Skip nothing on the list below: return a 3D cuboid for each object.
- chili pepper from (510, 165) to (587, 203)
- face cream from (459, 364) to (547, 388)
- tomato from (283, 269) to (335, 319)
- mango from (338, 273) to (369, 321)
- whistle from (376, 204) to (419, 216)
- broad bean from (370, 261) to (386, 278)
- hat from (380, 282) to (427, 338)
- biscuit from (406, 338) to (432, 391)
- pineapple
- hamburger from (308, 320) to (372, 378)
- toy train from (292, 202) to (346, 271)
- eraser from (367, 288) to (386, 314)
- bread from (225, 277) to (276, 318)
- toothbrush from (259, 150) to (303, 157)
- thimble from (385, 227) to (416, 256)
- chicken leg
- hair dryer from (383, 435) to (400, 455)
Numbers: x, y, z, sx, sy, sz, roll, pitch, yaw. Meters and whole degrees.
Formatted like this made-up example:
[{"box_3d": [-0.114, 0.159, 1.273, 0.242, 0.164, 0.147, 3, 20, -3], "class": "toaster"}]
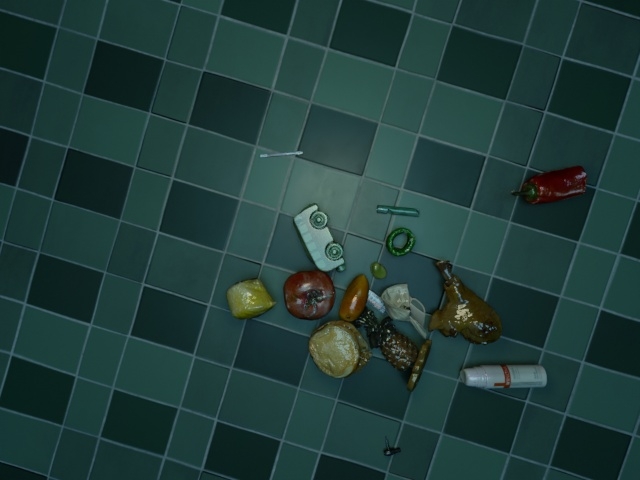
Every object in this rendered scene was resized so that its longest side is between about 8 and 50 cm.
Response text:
[{"box_3d": [0.940, -0.219, 1.791, 0.338, 0.131, 0.135, -16, 117, -2], "class": "chili pepper"}, {"box_3d": [0.796, 0.595, 1.840, 0.345, 0.102, 0.102, -2, 92, 0], "class": "face cream"}, {"box_3d": [-0.049, 0.233, 1.807, 0.231, 0.188, 0.232, -2, 103, -11], "class": "tomato"}, {"box_3d": [0.154, 0.249, 1.828, 0.102, 0.141, 0.217, 19, 73, 10], "class": "mango"}, {"box_3d": [0.343, -0.130, 1.857, 0.186, 0.039, 0.039, 6, 92, 1], "class": "whistle"}, {"box_3d": [0.257, 0.136, 1.868, 0.063, 0.045, 0.083, -41, 98, -9], "class": "broad bean"}, {"box_3d": [0.367, 0.320, 1.821, 0.164, 0.219, 0.226, -14, 110, 17], "class": "hat"}, {"box_3d": [0.428, 0.550, 1.815, 0.035, 0.184, 0.249, 22, 104, 23], "class": "biscuit"}, {"box_3d": [0.287, 0.419, 1.838, 0.310, 0.141, 0.170, 42, 93, 7], "class": "pineapple"}, {"box_3d": [0.082, 0.465, 1.819, 0.285, 0.146, 0.243, 12, 107, 15], "class": "hamburger"}, {"box_3d": [0.000, 0.000, 1.827, 0.159, 0.129, 0.327, -26, 91, 6], "class": "toy train"}, {"box_3d": [0.250, 0.273, 1.878, 0.122, 0.029, 0.052, 38, 93, 0], "class": "eraser"}, {"box_3d": [-0.305, 0.254, 1.821, 0.197, 0.197, 0.171, -23, 85, 2], "class": "bread"}, {"box_3d": [-0.173, -0.383, 1.870, 0.194, 0.017, 0.014, -4, 93, 2], "class": "toothbrush"}, {"box_3d": [0.349, 0.004, 1.835, 0.130, 0.090, 0.118, -28, 90, 2], "class": "thimble"}, {"box_3d": [0.576, 0.288, 1.816, 0.295, 0.182, 0.410, -29, 87, 19], "class": "chicken leg"}, {"box_3d": [0.319, 0.929, 1.905, 0.079, 0.031, 0.083, -11, 84, -9], "class": "hair dryer"}]
